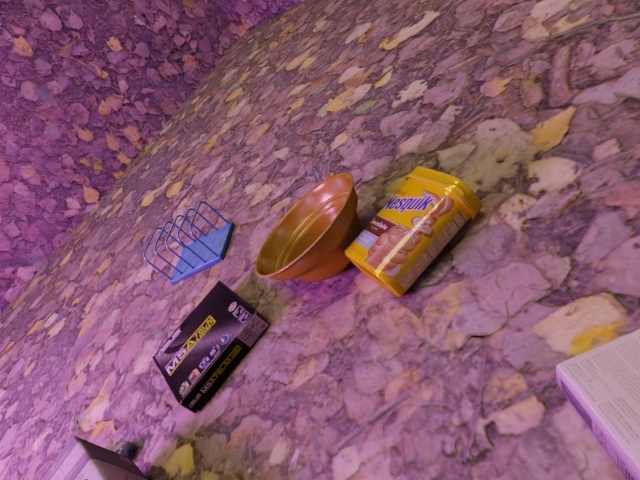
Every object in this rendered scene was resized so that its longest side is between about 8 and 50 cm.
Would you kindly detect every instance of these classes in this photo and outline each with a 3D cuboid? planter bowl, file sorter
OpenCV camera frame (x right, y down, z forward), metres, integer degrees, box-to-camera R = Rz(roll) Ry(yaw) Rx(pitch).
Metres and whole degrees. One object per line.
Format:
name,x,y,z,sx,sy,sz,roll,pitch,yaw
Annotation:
planter bowl,0.000,0.000,0.802,0.217,0.090,0.217,-40,21,19
file sorter,-0.306,0.002,1.150,0.170,0.104,0.118,-25,36,29

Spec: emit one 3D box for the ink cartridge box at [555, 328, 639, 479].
ink cartridge box,0.306,0.124,0.387,0.180,0.045,0.145,-22,33,2

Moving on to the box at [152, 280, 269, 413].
box,-0.198,0.177,0.878,0.190,0.045,0.184,-50,34,-10

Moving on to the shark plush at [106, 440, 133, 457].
shark plush,-0.357,0.400,0.793,0.067,0.073,0.161,1,41,11

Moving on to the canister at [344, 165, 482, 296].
canister,0.126,-0.014,0.707,0.170,0.073,0.126,-49,31,-4

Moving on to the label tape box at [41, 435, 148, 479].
label tape box,-0.285,0.421,0.587,0.348,0.115,0.249,3,56,53
